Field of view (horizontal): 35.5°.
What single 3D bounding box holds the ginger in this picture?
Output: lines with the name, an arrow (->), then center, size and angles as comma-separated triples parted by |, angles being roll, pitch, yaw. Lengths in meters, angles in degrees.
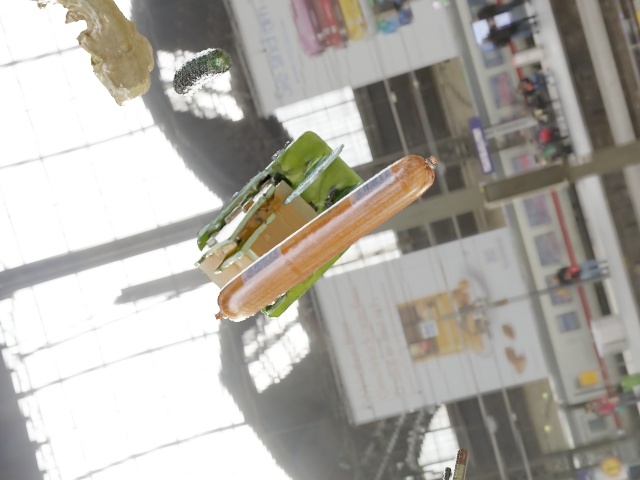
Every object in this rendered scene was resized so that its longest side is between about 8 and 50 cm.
ginger -> -0.227, -0.213, 1.011 | 0.173, 0.069, 0.051 | 51, 178, -32

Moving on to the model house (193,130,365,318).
model house -> -0.047, -0.009, 1.823 | 0.242, 0.357, 0.313 | 46, -174, -10

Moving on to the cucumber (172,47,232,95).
cucumber -> -0.187, -0.274, 1.600 | 0.214, 0.052, 0.058 | -4, 62, 67

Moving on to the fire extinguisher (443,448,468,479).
fire extinguisher -> 0.309, 0.551, 2.301 | 0.049, 0.035, 0.173 | 31, -140, -8

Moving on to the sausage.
sausage -> 0.000, 0.000, 1.218 | 0.053, 0.347, 0.053 | 47, -161, -22
